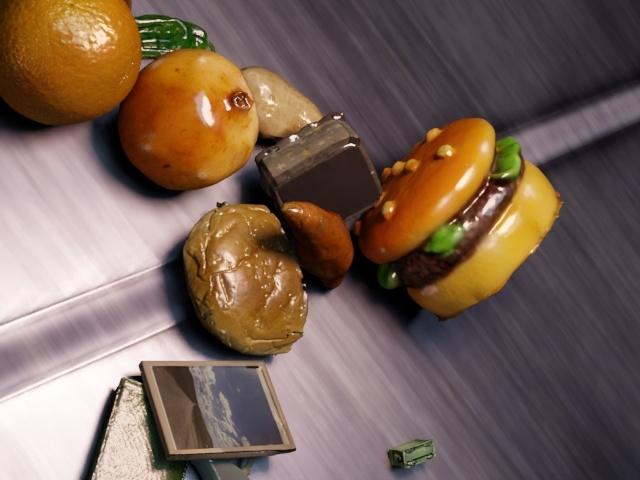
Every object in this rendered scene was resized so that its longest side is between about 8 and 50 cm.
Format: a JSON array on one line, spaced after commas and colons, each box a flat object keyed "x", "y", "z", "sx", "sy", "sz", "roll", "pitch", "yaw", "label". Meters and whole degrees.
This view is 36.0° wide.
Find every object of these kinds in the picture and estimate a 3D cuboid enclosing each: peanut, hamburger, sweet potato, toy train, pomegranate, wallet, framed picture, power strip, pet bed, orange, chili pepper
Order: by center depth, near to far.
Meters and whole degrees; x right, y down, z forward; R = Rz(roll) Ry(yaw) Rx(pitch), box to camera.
[{"x": -0.292, "y": 0.356, "z": 1.608, "sx": 0.160, "sy": 0.055, "sz": 0.236, "roll": 31, "pitch": 50, "yaw": -26, "label": "wallet"}, {"x": -0.168, "y": 0.471, "z": 1.638, "sx": 0.168, "sy": 0.054, "sz": 0.253, "roll": 33, "pitch": 54, "yaw": -26, "label": "power strip"}, {"x": -0.441, "y": -0.327, "z": 1.682, "sx": 0.274, "sy": 0.274, "sz": 0.274, "roll": 15, "pitch": 61, "yaw": -29, "label": "orange"}, {"x": -0.176, "y": 0.288, "z": 1.690, "sx": 0.260, "sy": 0.023, "sz": 0.189, "roll": 6, "pitch": 47, "yaw": -38, "label": "framed picture"}, {"x": -0.156, "y": 0.066, "z": 1.791, "sx": 0.211, "sy": 0.132, "sz": 0.308, "roll": -5, "pitch": 75, "yaw": -41, "label": "hamburger"}, {"x": -0.230, "y": -0.222, "z": 1.793, "sx": 0.264, "sy": 0.264, "sz": 0.264, "roll": 15, "pitch": 61, "yaw": -29, "label": "pomegranate"}, {"x": 0.003, "y": 0.002, "z": 1.837, "sx": 0.112, "sy": 0.359, "sz": 0.112, "roll": -4, "pitch": 61, "yaw": 8, "label": "sweet potato"}, {"x": 0.178, "y": 0.412, "z": 1.915, "sx": 0.093, "sy": 0.056, "sz": 0.038, "roll": -11, "pitch": 93, "yaw": -38, "label": "toy train"}, {"x": -0.010, "y": -0.131, "z": 1.922, "sx": 0.183, "sy": 0.211, "sz": 0.159, "roll": 62, "pitch": -3, "yaw": -38, "label": "pet bed"}, {"x": -0.320, "y": -0.395, "z": 1.933, "sx": 0.257, "sy": 0.074, "sz": 0.100, "roll": -9, "pitch": 77, "yaw": -33, "label": "chili pepper"}, {"x": 0.267, "y": -0.070, "z": 1.995, "sx": 0.277, "sy": 0.396, "sz": 0.395, "roll": 41, "pitch": 51, "yaw": -13, "label": "hamburger"}, {"x": -0.083, "y": -0.250, "z": 2.000, "sx": 0.253, "sy": 0.122, "sz": 0.137, "roll": 32, "pitch": 53, "yaw": -25, "label": "peanut"}]

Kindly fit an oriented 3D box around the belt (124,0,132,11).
[{"x": -0.401, "y": -0.458, "z": 1.923, "sx": 0.059, "sy": 0.036, "sz": 0.083, "roll": 8, "pitch": 64, "yaw": -26, "label": "belt"}]
